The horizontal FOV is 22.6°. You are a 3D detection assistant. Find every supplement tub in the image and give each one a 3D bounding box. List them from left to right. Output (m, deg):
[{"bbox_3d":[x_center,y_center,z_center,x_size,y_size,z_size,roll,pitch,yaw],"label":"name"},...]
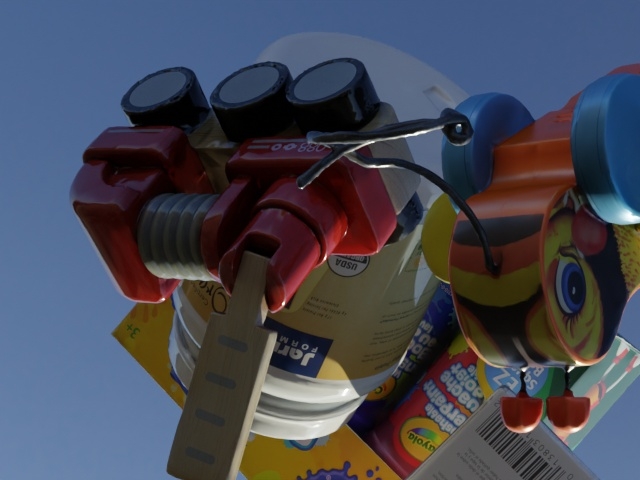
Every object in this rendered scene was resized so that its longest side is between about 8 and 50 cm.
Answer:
[{"bbox_3d":[0.000,0.000,1.425,0.228,0.228,0.316,34,-56,17],"label":"supplement tub"}]

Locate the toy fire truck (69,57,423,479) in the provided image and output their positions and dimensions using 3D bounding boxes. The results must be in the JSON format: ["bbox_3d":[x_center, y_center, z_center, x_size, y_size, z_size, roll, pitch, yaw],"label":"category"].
[{"bbox_3d":[-0.071,0.018,1.030,0.217,0.246,0.158,2,-50,35],"label":"toy fire truck"}]

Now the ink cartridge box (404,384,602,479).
[{"bbox_3d":[0.179,0.325,1.451,0.296,0.261,0.066,46,3,6],"label":"ink cartridge box"}]

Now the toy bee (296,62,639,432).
[{"bbox_3d":[0.108,0.004,0.777,0.195,0.298,0.162,3,-76,60],"label":"toy bee"}]

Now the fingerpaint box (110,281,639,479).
[{"bbox_3d":[0.054,0.113,1.713,0.371,0.163,0.445,-49,-117,6],"label":"fingerpaint box"}]
